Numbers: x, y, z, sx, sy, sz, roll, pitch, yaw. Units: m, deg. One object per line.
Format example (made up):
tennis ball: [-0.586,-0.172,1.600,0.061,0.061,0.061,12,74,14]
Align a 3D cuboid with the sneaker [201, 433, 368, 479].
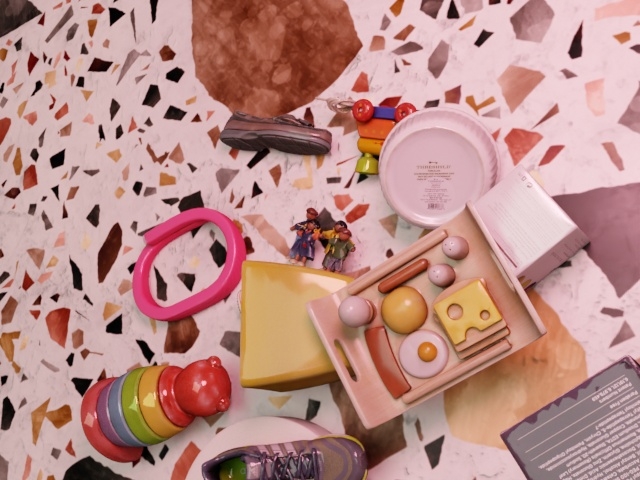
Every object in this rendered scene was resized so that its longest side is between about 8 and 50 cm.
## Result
sneaker: [-0.063,0.381,1.183,0.300,0.121,0.111,-17,70,25]

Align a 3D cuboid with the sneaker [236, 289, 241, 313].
sneaker: [-0.108,0.146,1.379,0.075,0.057,0.161,-44,56,37]

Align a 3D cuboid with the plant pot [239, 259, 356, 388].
plant pot: [-0.013,0.151,1.257,0.187,0.212,0.212,-5,75,16]

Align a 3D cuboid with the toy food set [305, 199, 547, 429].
toy food set: [0.148,0.113,1.070,0.306,0.092,0.219,-33,72,19]

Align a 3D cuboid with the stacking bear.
stacking bear: [-0.303,0.313,1.408,0.289,0.164,0.175,-21,68,19]

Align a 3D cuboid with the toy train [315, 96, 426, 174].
toy train: [0.088,-0.186,1.344,0.248,0.105,0.143,12,97,31]

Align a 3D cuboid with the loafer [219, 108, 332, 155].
loafer: [-0.090,-0.228,1.455,0.267,0.096,0.084,8,76,33]

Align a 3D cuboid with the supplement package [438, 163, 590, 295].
supplement package: [0.280,0.021,1.150,0.244,0.139,0.134,-42,64,16]

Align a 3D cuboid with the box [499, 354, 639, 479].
box: [0.412,0.330,0.878,0.179,0.343,0.312,-38,62,15]

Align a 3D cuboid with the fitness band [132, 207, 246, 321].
fitness band: [-0.283,0.050,1.516,0.291,0.054,0.209,-27,66,23]

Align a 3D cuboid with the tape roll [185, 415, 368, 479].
tape roll: [-0.083,0.506,1.277,0.392,0.072,0.392,-8,73,28]

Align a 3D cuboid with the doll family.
doll family: [0.000,0.000,1.356,0.193,0.076,0.111,18,92,35]

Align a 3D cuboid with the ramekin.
ramekin: [0.194,-0.115,1.200,0.207,0.109,0.207,3,106,12]
